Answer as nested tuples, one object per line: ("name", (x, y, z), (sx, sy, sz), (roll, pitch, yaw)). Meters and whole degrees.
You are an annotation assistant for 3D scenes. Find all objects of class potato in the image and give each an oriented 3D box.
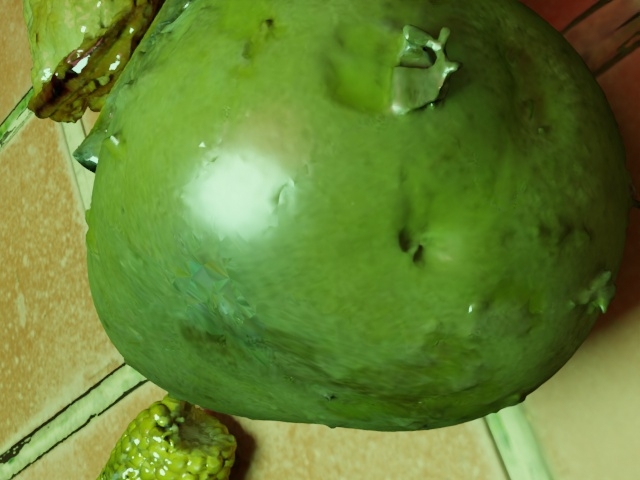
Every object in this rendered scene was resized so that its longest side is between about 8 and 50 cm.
("potato", (-0.016, -0.011, 0.516), (0.359, 0.219, 0.270), (-20, 119, 47))

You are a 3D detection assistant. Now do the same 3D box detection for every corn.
("corn", (-0.163, 0.261, 0.736), (0.115, 0.115, 0.318), (43, 114, 35))

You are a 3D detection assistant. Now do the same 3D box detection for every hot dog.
("hot dog", (-0.203, -0.234, 0.793), (0.175, 0.114, 0.259), (-28, 67, 43))

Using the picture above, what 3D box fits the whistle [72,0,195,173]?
("whistle", (-0.072, -0.185, 0.644), (0.068, 0.057, 0.326), (21, 80, 57))
